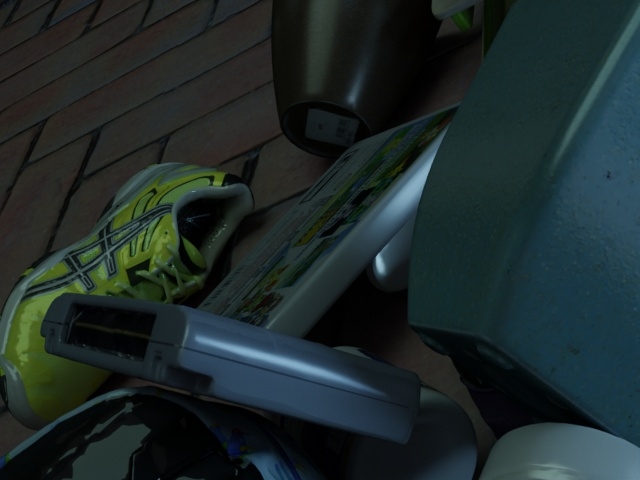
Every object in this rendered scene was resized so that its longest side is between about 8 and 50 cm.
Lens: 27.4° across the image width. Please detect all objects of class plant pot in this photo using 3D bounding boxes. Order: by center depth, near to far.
[{"bbox_3d":[0.196,-0.001,0.857,0.252,0.248,0.247,-55,13,-8],"label":"plant pot"},{"bbox_3d":[0.030,-0.218,1.532,0.215,0.215,0.230,-14,49,36],"label":"plant pot"}]

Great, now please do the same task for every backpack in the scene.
[{"bbox_3d":[-0.148,0.259,0.891,0.290,0.273,0.355,46,107,29],"label":"backpack"}]

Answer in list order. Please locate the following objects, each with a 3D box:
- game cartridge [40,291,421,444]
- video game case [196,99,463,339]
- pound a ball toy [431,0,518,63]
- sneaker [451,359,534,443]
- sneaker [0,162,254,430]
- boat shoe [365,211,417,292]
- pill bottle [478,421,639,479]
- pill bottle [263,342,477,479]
[{"bbox_3d":[-0.064,0.088,0.921,0.294,0.196,0.060,0,70,62],"label":"game cartridge"},{"bbox_3d":[0.000,0.000,1.295,0.329,0.036,0.300,-47,12,-20],"label":"video game case"},{"bbox_3d":[0.194,-0.310,1.450,0.135,0.208,0.319,-24,30,23],"label":"pound a ball toy"},{"bbox_3d":[0.135,0.046,1.061,0.107,0.124,0.283,-32,28,7],"label":"sneaker"},{"bbox_3d":[-0.215,0.043,1.446,0.147,0.145,0.385,-7,41,44],"label":"sneaker"},{"bbox_3d":[0.086,-0.017,1.285,0.063,0.066,0.184,-29,28,52],"label":"boat shoe"},{"bbox_3d":[0.110,0.255,0.725,0.169,0.169,0.301,-11,37,39],"label":"pill bottle"},{"bbox_3d":[0.029,0.146,1.043,0.112,0.112,0.186,-43,28,-12],"label":"pill bottle"}]
